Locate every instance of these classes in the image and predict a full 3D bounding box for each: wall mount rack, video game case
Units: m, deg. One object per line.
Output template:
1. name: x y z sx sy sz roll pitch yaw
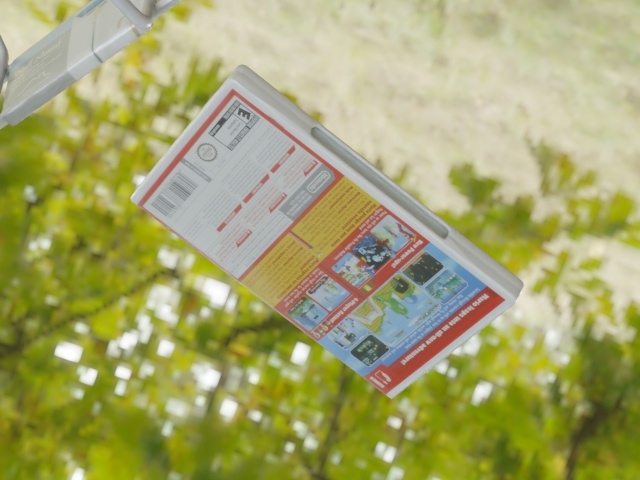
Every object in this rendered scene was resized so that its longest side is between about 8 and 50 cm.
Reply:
1. wall mount rack: -0.264 -0.249 1.763 0.130 0.350 0.304 47 -159 -29
2. video game case: 0.000 0.000 1.496 0.285 0.204 0.025 38 -130 -7
